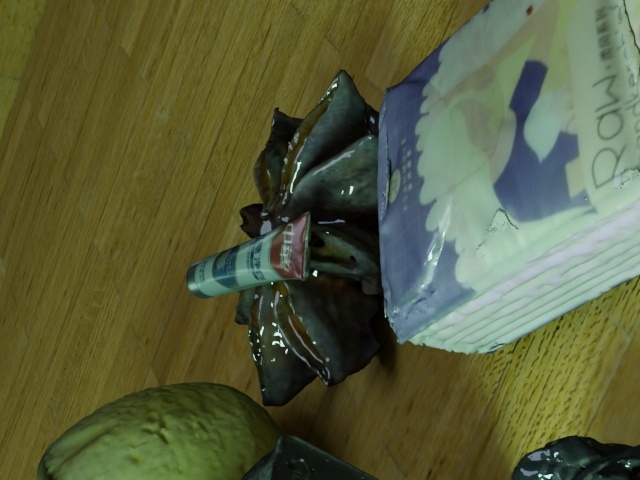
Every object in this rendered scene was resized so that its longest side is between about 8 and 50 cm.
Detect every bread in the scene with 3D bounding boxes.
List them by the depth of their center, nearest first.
[{"bbox_3d":[-0.140,0.290,1.471,0.320,0.237,0.320,169,90,-74],"label":"bread"}]

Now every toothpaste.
[{"bbox_3d":[-0.063,0.021,1.404,0.239,0.039,0.062,-18,65,61],"label":"toothpaste"}]

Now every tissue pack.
[{"bbox_3d":[0.179,-0.081,1.123,0.344,0.125,0.242,-35,46,50],"label":"tissue pack"}]

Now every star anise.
[{"bbox_3d":[0.000,0.002,1.456,0.332,0.117,0.331,-174,90,-71],"label":"star anise"}]

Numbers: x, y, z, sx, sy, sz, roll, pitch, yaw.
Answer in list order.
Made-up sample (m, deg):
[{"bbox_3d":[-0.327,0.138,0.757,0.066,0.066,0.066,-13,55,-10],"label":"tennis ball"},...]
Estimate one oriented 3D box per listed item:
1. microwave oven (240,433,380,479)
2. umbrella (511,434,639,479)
[{"bbox_3d":[-0.045,0.422,1.066,0.374,0.236,0.432,-51,15,43],"label":"microwave oven"},{"bbox_3d":[0.220,0.239,0.899,0.154,0.128,0.336,-63,32,21],"label":"umbrella"}]
